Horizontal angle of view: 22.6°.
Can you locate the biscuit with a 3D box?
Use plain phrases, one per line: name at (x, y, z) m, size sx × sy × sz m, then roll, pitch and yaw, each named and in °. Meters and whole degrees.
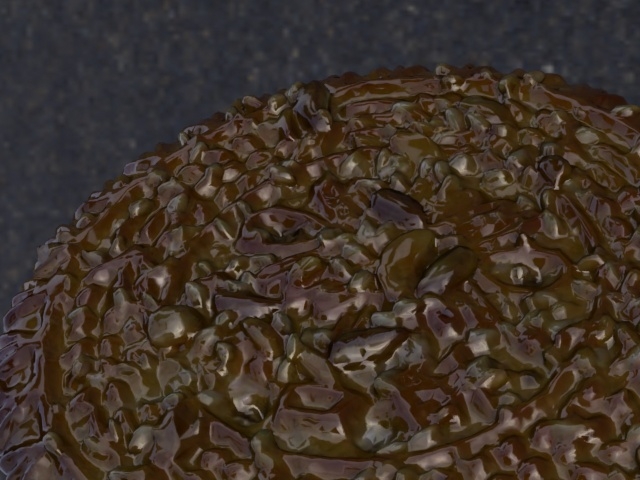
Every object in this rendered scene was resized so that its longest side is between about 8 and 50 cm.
biscuit at (0.022, 0.027, 0.599) m, size 0.305 × 0.305 × 0.038 m, roll 40°, pitch 154°, yaw 41°
